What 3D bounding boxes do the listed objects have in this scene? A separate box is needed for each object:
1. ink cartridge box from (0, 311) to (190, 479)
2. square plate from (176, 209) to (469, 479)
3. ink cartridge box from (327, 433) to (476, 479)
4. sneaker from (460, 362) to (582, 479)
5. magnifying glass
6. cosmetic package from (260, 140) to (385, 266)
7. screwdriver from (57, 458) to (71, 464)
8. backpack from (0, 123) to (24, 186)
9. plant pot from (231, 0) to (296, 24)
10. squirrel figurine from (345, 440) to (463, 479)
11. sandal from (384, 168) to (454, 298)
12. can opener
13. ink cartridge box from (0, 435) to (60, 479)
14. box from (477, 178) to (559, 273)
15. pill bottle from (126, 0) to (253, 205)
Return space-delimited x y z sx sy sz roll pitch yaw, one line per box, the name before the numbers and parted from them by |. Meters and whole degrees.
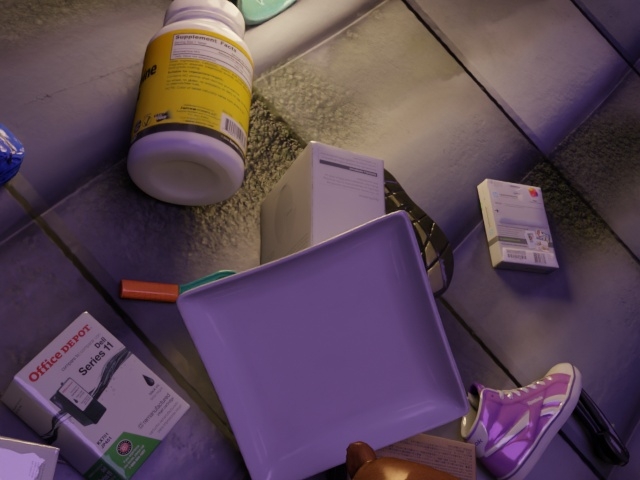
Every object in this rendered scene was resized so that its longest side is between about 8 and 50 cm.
ink cartridge box | -0.313 0.226 1.214 0.208 0.087 0.153 42 48 -3
square plate | 0.011 0.165 1.274 0.347 0.049 0.344 -21 108 -3
ink cartridge box | 0.130 0.403 1.372 0.234 0.088 0.193 17 60 -20
sneaker | 0.355 0.282 1.553 0.161 0.102 0.282 45 53 2
magnifying glass | -0.206 0.086 1.390 0.231 0.026 0.092 6 63 -25
cosmetic package | 0.000 0.000 1.422 0.138 0.224 0.225 13 61 -21
screwdriver | -0.375 0.302 1.193 0.170 0.024 0.025 26 85 -23
backpack | -0.500 -0.120 1.289 0.098 0.101 0.120 52 49 -4
plant pot | -0.150 -0.648 1.630 0.334 0.341 0.341 44 53 7
squirrel figurine | 0.043 0.458 1.115 0.397 0.370 0.281 -3 25 -5
sandal | 0.142 -0.014 1.604 0.120 0.086 0.303 -15 59 -28
can opener | 0.518 0.341 1.640 0.059 0.073 0.186 -21 67 -27
ink cartridge box | -0.485 0.379 1.020 0.272 0.130 0.309 18 58 -19
box | 0.402 -0.029 1.776 0.145 0.038 0.186 6 64 -27
pill bottle | -0.210 -0.241 1.455 0.188 0.188 0.334 15 59 -22
